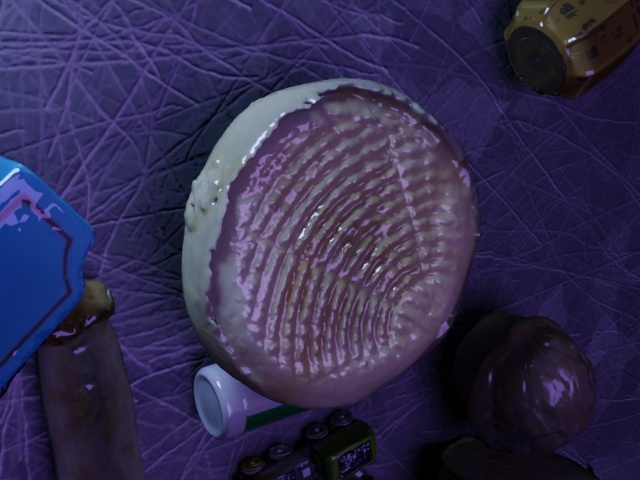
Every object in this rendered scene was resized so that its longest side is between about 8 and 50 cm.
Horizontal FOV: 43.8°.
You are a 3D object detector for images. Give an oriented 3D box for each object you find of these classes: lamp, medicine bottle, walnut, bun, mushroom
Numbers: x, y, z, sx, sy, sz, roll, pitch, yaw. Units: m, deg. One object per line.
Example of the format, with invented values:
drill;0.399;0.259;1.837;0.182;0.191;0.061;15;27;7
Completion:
lamp;0.355;-0.293;1.100;0.185;0.161;0.161;-36;121;-21
medicine bottle;-0.026;0.172;1.010;0.260;0.095;0.095;-11;110;-31
walnut;0.296;0.209;1.171;0.224;0.224;0.224;-11;110;-32
bun;-0.003;-0.004;0.908;0.364;0.202;0.364;-8;106;-30
mushroom;-0.254;0.188;0.871;0.100;0.081;0.312;-16;116;-27

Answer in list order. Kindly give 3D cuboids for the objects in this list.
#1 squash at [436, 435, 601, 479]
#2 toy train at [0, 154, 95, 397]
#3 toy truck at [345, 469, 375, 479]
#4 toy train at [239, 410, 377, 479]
squash;0.281;0.517;1.224;0.263;0.263;0.384;0;104;-34
toy train;-0.370;0.041;0.678;0.300;0.188;0.265;-51;127;-15
toy truck;0.078;0.387;1.156;0.154;0.078;0.080;39;80;-35
toy train;-0.015;0.297;1.062;0.202;0.081;0.060;-22;116;-27
